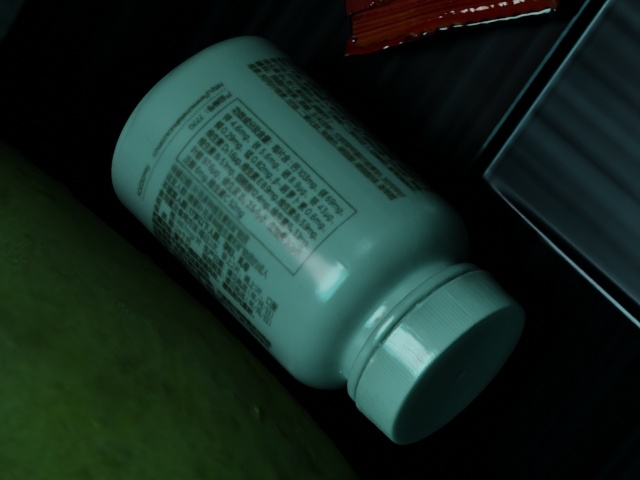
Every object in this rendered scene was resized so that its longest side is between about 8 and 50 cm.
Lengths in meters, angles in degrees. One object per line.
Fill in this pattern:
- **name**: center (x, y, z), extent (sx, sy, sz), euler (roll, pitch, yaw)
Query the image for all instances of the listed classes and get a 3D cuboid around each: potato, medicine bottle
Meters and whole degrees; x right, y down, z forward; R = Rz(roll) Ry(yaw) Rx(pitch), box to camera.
- **potato**: center (-0.157, 0.092, 0.670), extent (0.359, 0.219, 0.269), euler (34, 113, 8)
- **medicine bottle**: center (0.000, 0.000, 0.662), extent (0.140, 0.079, 0.079), euler (44, 113, 23)

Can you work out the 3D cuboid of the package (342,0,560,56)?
- **package**: center (0.033, -0.168, 0.671), extent (0.083, 0.022, 0.200), euler (-10, 84, 32)
